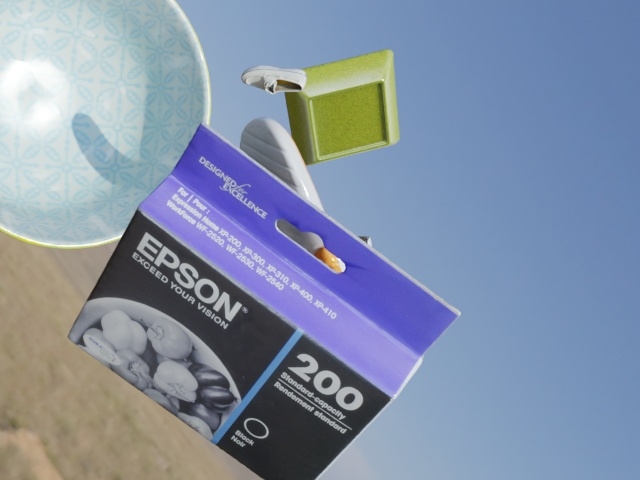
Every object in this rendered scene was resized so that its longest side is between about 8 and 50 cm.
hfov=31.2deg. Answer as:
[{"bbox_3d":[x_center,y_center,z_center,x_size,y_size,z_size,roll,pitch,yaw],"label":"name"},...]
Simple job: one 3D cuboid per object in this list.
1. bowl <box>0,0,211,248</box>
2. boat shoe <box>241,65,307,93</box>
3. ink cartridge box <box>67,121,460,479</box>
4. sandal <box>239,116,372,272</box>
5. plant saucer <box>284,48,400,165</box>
[{"bbox_3d":[-0.272,-0.140,1.150,0.156,0.289,0.289,5,-49,60],"label":"bowl"},{"bbox_3d":[-0.071,-0.236,1.709,0.035,0.100,0.035,86,11,-51],"label":"boat shoe"},{"bbox_3d":[-0.046,0.057,0.761,0.206,0.045,0.208,36,-50,1],"label":"ink cartridge box"},{"bbox_3d":[0.007,0.000,1.084,0.102,0.076,0.265,4,-63,51],"label":"sandal"},{"bbox_3d":[0.043,-0.208,1.900,0.045,0.188,0.188,-112,-169,-50],"label":"plant saucer"}]
